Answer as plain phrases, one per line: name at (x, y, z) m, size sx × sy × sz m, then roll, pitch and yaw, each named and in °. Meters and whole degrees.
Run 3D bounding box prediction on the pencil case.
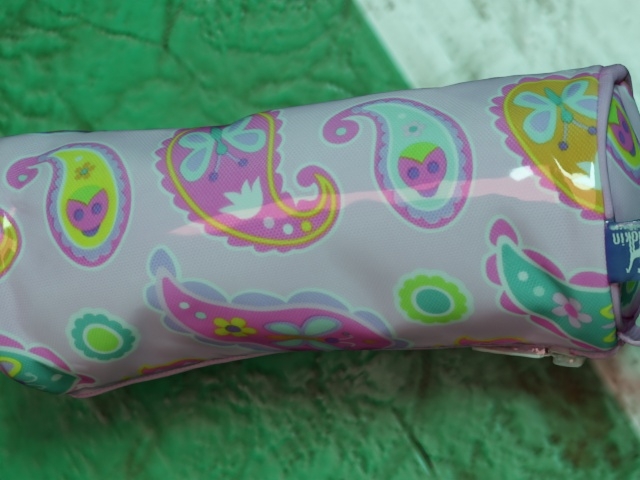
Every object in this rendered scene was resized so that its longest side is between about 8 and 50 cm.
pencil case at (0.000, 0.000, 0.753) m, size 0.284 × 0.124 × 0.124 m, roll -5°, pitch 84°, yaw 15°
